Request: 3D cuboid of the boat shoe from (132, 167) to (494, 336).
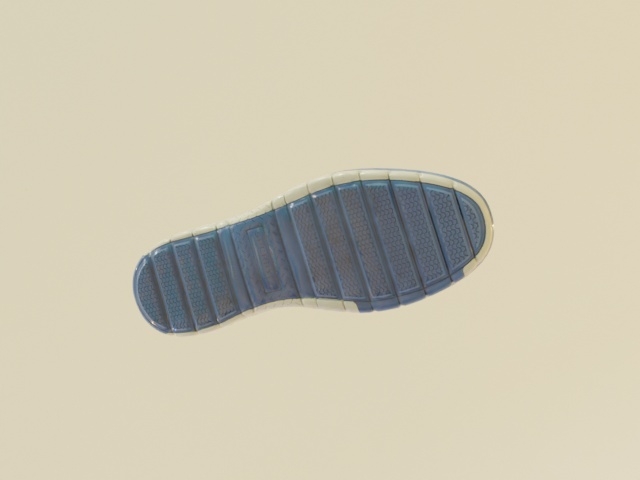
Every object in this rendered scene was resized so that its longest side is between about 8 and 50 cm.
[{"bbox_3d":[0.000,0.000,0.674,0.183,0.066,0.066,-9,-83,24],"label":"boat shoe"}]
